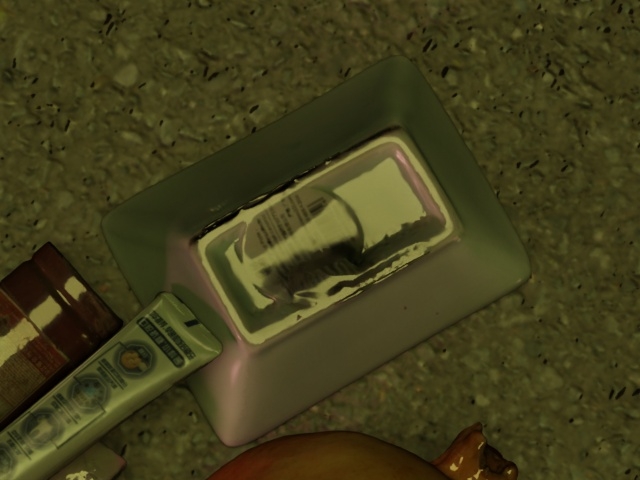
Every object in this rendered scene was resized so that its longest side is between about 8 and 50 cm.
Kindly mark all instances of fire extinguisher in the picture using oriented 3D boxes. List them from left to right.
[{"bbox_3d":[-0.242,0.106,1.193,0.252,0.106,0.075,-41,86,-8],"label":"fire extinguisher"}]

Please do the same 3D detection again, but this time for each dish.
[{"bbox_3d":[0.000,0.000,1.238,0.243,0.080,0.182,-30,85,-6],"label":"dish"}]

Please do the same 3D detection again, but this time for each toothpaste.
[{"bbox_3d":[-0.167,0.120,1.174,0.239,0.039,0.062,-39,63,-15],"label":"toothpaste"}]

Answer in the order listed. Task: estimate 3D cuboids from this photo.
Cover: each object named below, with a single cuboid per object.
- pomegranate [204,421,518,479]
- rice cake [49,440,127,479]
[{"bbox_3d":[0.026,0.225,1.132,0.252,0.229,0.270,44,76,3],"label":"pomegranate"},{"bbox_3d":[-0.275,0.269,1.191,0.070,0.064,0.399,42,81,13],"label":"rice cake"}]
